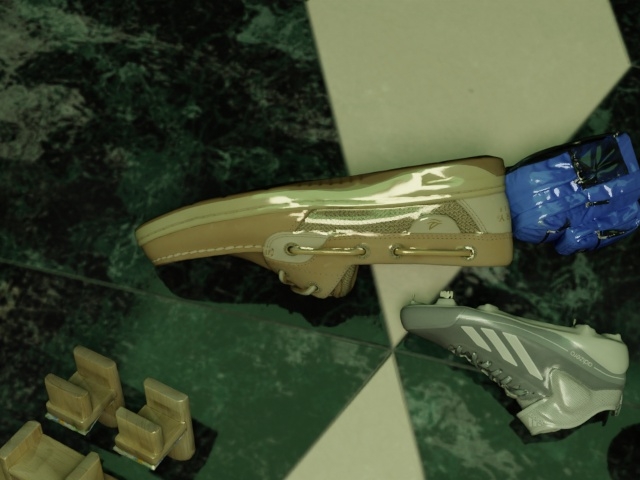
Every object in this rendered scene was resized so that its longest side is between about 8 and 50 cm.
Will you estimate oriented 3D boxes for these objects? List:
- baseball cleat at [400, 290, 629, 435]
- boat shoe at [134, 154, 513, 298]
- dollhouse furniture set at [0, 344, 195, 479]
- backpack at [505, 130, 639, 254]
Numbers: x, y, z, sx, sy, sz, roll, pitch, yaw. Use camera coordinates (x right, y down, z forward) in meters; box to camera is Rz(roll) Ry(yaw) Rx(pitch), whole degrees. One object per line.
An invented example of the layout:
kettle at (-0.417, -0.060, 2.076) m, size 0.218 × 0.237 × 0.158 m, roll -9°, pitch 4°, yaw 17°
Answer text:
baseball cleat at (0.166, 0.112, 1.011) m, size 0.205 × 0.072 × 0.109 m, roll 9°, pitch 79°, yaw 9°
boat shoe at (0.000, 0.000, 1.027) m, size 0.341 × 0.121 × 0.110 m, roll -8°, pitch 94°, yaw 12°
dollhouse furniture set at (-0.170, 0.246, 0.940) m, size 0.242 × 0.161 × 0.212 m, roll 22°, pitch 47°, yaw 23°
backpack at (0.225, -0.038, 1.042) m, size 0.120 × 0.098 × 0.101 m, roll -14°, pitch 76°, yaw -3°
